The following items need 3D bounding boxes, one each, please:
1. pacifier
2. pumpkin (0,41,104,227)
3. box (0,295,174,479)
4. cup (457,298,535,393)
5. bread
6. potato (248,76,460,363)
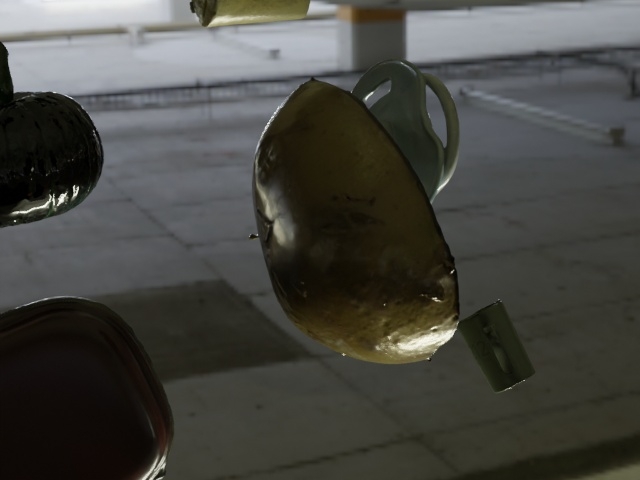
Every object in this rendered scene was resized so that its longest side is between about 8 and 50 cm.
[{"bbox_3d":[0.083,-0.158,1.821,0.207,0.279,0.227,6,150,-35],"label":"pacifier"},{"bbox_3d":[-0.415,-0.138,1.580,0.248,0.248,0.248,-1,-164,0],"label":"pumpkin"},{"bbox_3d":[-0.377,0.226,1.400,0.404,0.263,0.108,-22,-167,0],"label":"box"},{"bbox_3d":[0.184,0.107,1.231,0.054,0.083,0.075,-26,175,-23],"label":"cup"},{"bbox_3d":[-0.089,-0.357,1.609,0.178,0.139,0.060,-12,-157,-43],"label":"bread"},{"bbox_3d":[0.000,0.000,1.167,0.116,0.299,0.239,-20,167,-28],"label":"potato"}]
